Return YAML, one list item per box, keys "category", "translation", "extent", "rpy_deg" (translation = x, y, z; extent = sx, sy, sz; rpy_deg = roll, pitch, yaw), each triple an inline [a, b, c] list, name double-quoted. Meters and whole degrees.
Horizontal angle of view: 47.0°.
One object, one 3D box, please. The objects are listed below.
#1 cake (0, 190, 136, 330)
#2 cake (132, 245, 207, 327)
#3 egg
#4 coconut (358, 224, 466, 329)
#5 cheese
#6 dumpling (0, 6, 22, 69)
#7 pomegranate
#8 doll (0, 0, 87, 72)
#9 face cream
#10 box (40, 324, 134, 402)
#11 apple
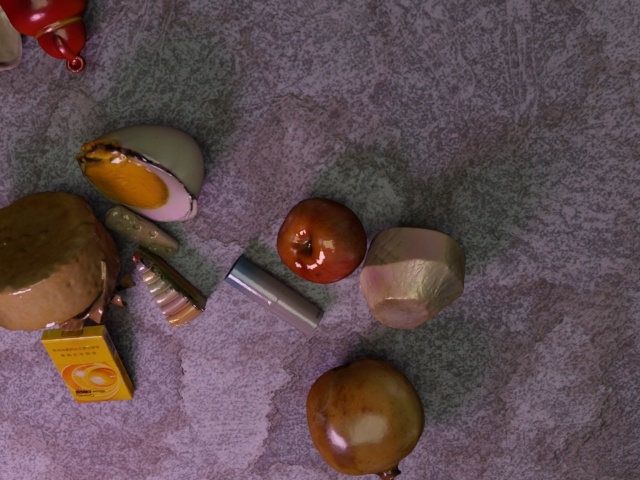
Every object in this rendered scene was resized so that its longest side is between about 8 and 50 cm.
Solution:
- category: "cake"
  translation: [-0.606, 0.093, 1.700]
  extent: [0.333, 0.332, 0.321]
  rpy_deg: [-14, 136, 5]
- category: "cake"
  translation: [-0.385, 0.112, 1.792]
  extent: [0.090, 0.109, 0.225]
  rpy_deg: [-42, 101, 12]
- category: "egg"
  translation: [-0.395, -0.175, 1.684]
  extent: [0.287, 0.174, 0.264]
  rpy_deg: [6, 147, 16]
- category: "coconut"
  translation: [0.217, 0.074, 1.711]
  extent: [0.259, 0.259, 0.259]
  rpy_deg: [0, 105, 1]
- category: "cheese"
  translation: [-0.424, -0.020, 1.755]
  extent: [0.065, 0.043, 0.194]
  rpy_deg: [-40, 127, 18]
- category: "dumpling"
  translation: [-0.865, -0.471, 1.596]
  extent: [0.395, 0.233, 0.315]
  rpy_deg: [-6, 102, -12]
- category: "pomegranate"
  translation: [0.104, 0.427, 1.790]
  extent: [0.308, 0.307, 0.307]
  rpy_deg: [0, 105, 1]
- category: "doll"
  translation: [-0.608, -0.537, 1.598]
  extent: [0.183, 0.160, 0.363]
  rpy_deg: [-24, 103, 6]
- category: "face cream"
  translation: [-0.113, 0.136, 1.808]
  extent: [0.250, 0.077, 0.077]
  rpy_deg: [35, 103, -8]
- category: "box"
  translation: [-0.571, 0.312, 1.823]
  extent: [0.153, 0.043, 0.269]
  rpy_deg: [-4, 134, 4]
- category: "apple"
  translation: [0.000, 0.000, 1.708]
  extent: [0.210, 0.164, 0.209]
  rpy_deg: [8, 104, 35]
